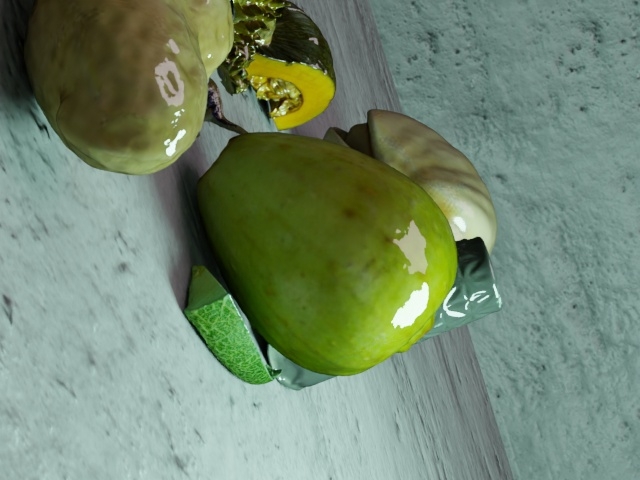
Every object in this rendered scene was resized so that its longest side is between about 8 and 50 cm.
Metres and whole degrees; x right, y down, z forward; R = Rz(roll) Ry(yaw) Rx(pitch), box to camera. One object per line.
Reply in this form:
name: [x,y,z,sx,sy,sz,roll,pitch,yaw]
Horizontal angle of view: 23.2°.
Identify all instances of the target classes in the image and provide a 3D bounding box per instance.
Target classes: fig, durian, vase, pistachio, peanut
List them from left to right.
peanut: [-0.177,-0.194,1.465,0.192,0.169,0.387,28,34,-20]
durian: [-0.130,-0.327,2.030,0.172,0.166,0.306,23,37,-34]
fig: [0.000,0.000,1.809,0.326,0.258,0.258,43,6,13]
vase: [0.077,0.083,2.016,0.251,0.301,0.156,39,35,-85]
pistachio: [0.130,-0.041,2.500,0.365,0.281,0.445,60,1,-18]

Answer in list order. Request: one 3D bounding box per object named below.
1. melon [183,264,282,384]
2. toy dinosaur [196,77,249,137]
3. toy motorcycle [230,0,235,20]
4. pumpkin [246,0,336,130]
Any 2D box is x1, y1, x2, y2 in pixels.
melon: [-0.100,0.108,1.779,0.114,0.053,0.262,57,-2,33]
toy dinosaur: [-0.150,-0.173,1.898,0.180,0.058,0.037,54,-5,8]
toy motorcycle: [-0.180,-0.340,1.790,0.157,0.091,0.263,23,-44,63]
pumpkin: [-0.059,-0.283,2.262,0.248,0.126,0.131,54,21,-56]
